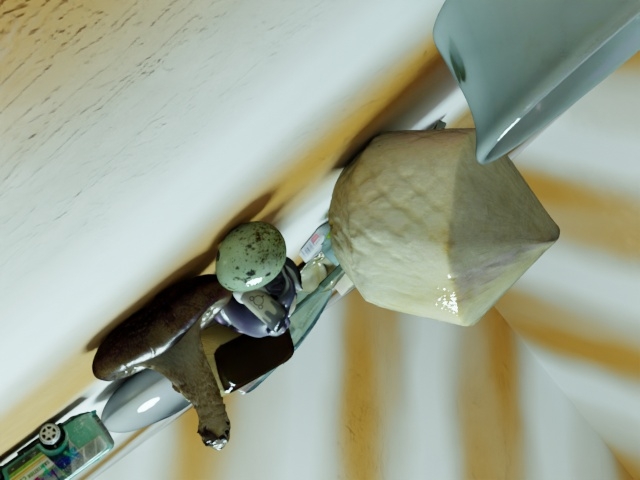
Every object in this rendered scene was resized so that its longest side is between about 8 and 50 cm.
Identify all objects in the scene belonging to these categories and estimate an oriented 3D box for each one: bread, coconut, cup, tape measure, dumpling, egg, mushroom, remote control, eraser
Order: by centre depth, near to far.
[{"bbox_3d":[0.237,-0.242,0.771,0.347,0.163,0.347,-38,172,-6],"label":"cup"},{"bbox_3d":[-0.094,0.023,1.091,0.110,0.085,0.085,-45,170,29],"label":"egg"},{"bbox_3d":[-0.173,0.178,1.140,0.227,0.218,0.148,-39,172,7],"label":"mushroom"},{"bbox_3d":[0.184,-0.019,1.200,0.328,0.329,0.329,-37,173,-6],"label":"coconut"},{"bbox_3d":[-0.168,0.195,1.418,0.224,0.143,0.211,-23,-169,-41],"label":"bread"},{"bbox_3d":[0.032,0.040,1.452,0.330,0.084,0.164,-61,-176,-29],"label":"tape measure"},{"bbox_3d":[0.000,0.000,1.618,0.052,0.029,0.122,-34,172,-31],"label":"eraser"},{"bbox_3d":[-0.312,0.297,1.635,0.221,0.103,0.332,-38,173,3],"label":"remote control"},{"bbox_3d":[0.055,0.027,1.857,0.332,0.086,0.166,-42,176,-6],"label":"dumpling"}]

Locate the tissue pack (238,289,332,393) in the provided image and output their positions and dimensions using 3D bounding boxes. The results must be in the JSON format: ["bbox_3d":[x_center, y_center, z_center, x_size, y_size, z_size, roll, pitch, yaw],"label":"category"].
[{"bbox_3d":[-0.111,0.249,2.143,0.316,0.103,0.228,-47,-176,48],"label":"tissue pack"}]

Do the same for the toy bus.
[{"bbox_3d":[-0.482,0.389,1.401,0.261,0.109,0.091,-36,178,-11],"label":"toy bus"}]

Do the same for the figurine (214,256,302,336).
[{"bbox_3d":[-0.101,0.088,1.272,0.145,0.145,0.222,-36,173,-16],"label":"figurine"}]

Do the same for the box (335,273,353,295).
[{"bbox_3d":[0.129,0.037,2.204,0.212,0.095,0.168,-34,170,-24],"label":"box"}]

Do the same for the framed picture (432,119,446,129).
[{"bbox_3d":[0.148,-0.068,1.485,0.192,0.018,0.266,120,-6,-69],"label":"framed picture"}]
